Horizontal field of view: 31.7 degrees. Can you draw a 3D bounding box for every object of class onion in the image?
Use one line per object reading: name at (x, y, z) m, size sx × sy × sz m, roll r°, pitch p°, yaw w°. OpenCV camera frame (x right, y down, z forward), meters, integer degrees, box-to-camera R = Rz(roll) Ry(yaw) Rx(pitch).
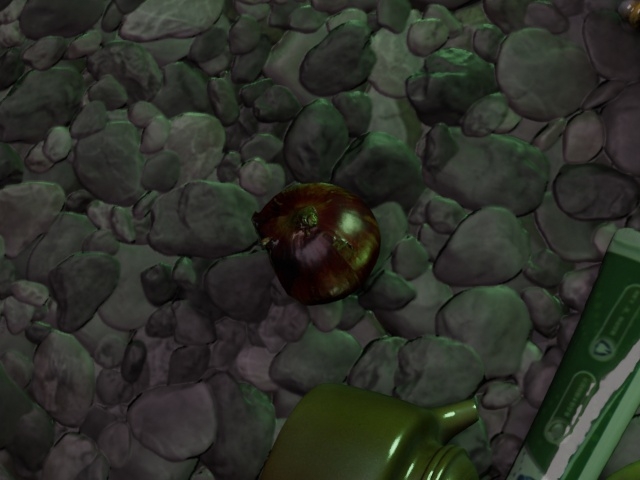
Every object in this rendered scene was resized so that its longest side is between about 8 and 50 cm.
onion at (0.000, 0.000, 1.031) m, size 0.118 × 0.118 × 0.117 m, roll -28°, pitch 67°, yaw 8°

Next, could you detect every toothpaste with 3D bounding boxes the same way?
toothpaste at (0.208, 0.172, 0.957) m, size 0.098 × 0.061 × 0.392 m, roll 24°, pitch 82°, yaw 38°

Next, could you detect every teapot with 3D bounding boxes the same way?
teapot at (0.051, 0.233, 0.911) m, size 0.175 × 0.186 × 0.268 m, roll 13°, pitch 57°, yaw 24°

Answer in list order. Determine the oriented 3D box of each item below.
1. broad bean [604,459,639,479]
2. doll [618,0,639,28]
broad bean at (0.296, 0.255, 0.897) m, size 0.124 × 0.082 × 0.175 m, roll -21°, pitch 71°, yaw 2°
doll at (0.382, -0.197, 0.976) m, size 0.316 × 0.103 × 0.145 m, roll 42°, pitch 95°, yaw 26°
